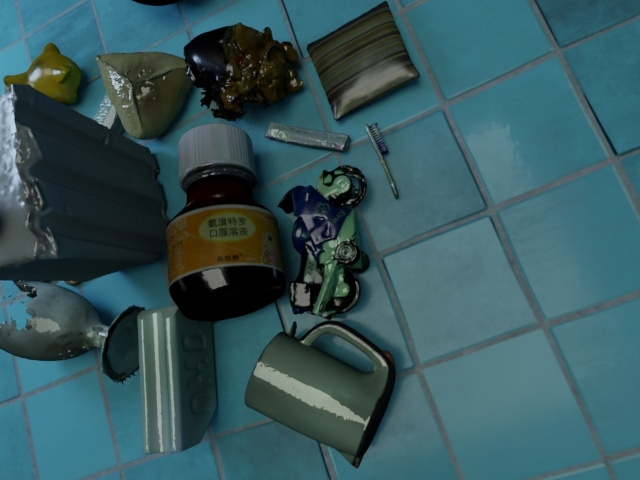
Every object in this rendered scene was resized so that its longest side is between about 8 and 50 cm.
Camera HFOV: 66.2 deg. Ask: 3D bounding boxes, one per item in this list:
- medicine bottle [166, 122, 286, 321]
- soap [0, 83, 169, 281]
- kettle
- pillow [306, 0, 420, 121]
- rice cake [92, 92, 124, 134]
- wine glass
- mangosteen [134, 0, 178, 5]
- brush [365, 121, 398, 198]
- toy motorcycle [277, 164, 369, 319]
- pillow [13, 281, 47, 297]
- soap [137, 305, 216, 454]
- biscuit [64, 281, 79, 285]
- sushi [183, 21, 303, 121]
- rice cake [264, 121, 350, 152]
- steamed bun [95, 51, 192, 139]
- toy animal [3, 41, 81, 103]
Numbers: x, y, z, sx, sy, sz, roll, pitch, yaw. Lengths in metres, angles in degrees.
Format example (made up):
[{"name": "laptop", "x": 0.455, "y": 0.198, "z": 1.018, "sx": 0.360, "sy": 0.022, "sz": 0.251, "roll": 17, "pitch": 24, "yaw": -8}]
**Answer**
[{"name": "medicine bottle", "x": -0.218, "y": -0.047, "z": 1.050, "sx": 0.243, "sy": 0.242, "sz": 0.395, "roll": -20, "pitch": 70, "yaw": 13}, {"name": "soap", "x": -0.524, "y": -0.080, "z": 1.048, "sx": 0.213, "sy": 0.435, "sz": 0.350, "roll": -22, "pitch": 79, "yaw": 13}, {"name": "kettle", "x": 0.009, "y": 0.279, "z": 0.966, "sx": 0.255, "sy": 0.165, "sz": 0.240, "roll": 22, "pitch": 88, "yaw": 19}, {"name": "pillow", "x": 0.091, "y": -0.402, "z": 1.102, "sx": 0.208, "sy": 0.052, "sz": 0.212, "roll": -24, "pitch": 74, "yaw": 15}, {"name": "rice cake", "x": -0.531, "y": -0.344, "z": 1.277, "sx": 0.069, "sy": 0.063, "sz": 0.206, "roll": 32, "pitch": 92, "yaw": 11}, {"name": "wine glass", "x": -0.589, "y": 0.208, "z": 1.155, "sx": 0.357, "sy": 0.190, "sz": 0.190, "roll": 11, "pitch": 85, "yaw": 13}, {"name": "mangosteen", "x": -0.413, "y": -0.735, "z": 1.202, "sx": 0.300, "sy": 0.300, "sz": 0.300, "roll": -3, "pitch": 81, "yaw": 17}, {"name": "brush", "x": 0.140, "y": -0.176, "z": 1.064, "sx": 0.030, "sy": 0.033, "sz": 0.178, "roll": -21, "pitch": 76, "yaw": -1}, {"name": "toy motorcycle", "x": 0.000, "y": 0.000, "z": 1.040, "sx": 0.196, "sy": 0.125, "sz": 0.331, "roll": 0, "pitch": 79, "yaw": 19}, {"name": "pillow", "x": -0.748, "y": 0.008, "z": 1.312, "sx": 0.189, "sy": 0.034, "sz": 0.255, "roll": 37, "pitch": 92, "yaw": 17}, {"name": "soap", "x": -0.302, "y": 0.287, "z": 1.056, "sx": 0.095, "sy": 0.173, "sz": 0.289, "roll": -9, "pitch": 79, "yaw": 15}, {"name": "biscuit", "x": -0.611, "y": 0.064, "z": 1.266, "sx": 0.147, "sy": 0.018, "sz": 0.071, "roll": -28, "pitch": 76, "yaw": 12}, {"name": "sushi", "x": -0.171, "y": -0.387, "z": 1.118, "sx": 0.204, "sy": 0.213, "sz": 0.200, "roll": -11, "pitch": 102, "yaw": 29}, {"name": "rice cake", "x": -0.034, "y": -0.237, "z": 1.125, "sx": 0.211, "sy": 0.034, "sz": 0.043, "roll": 13, "pitch": 83, "yaw": 19}, {"name": "steamed bun", "x": -0.426, "y": -0.357, "z": 1.199, "sx": 0.231, "sy": 0.110, "sz": 0.212, "roll": -3, "pitch": 96, "yaw": -3}, {"name": "toy animal", "x": -0.756, "y": -0.411, "z": 1.315, "sx": 0.230, "sy": 0.156, "sz": 0.156, "roll": -39, "pitch": 73, "yaw": 6}]
